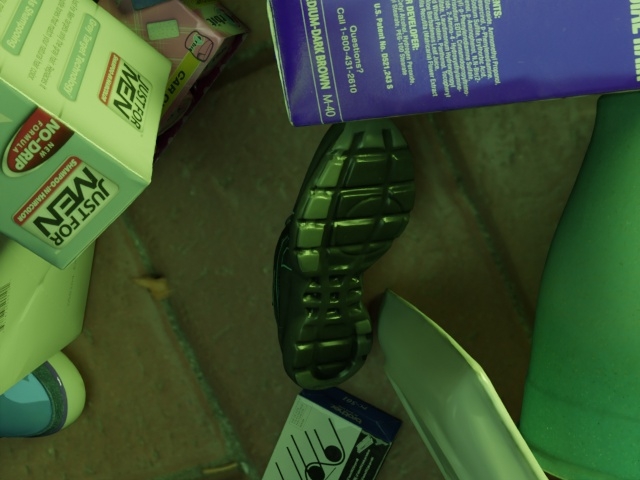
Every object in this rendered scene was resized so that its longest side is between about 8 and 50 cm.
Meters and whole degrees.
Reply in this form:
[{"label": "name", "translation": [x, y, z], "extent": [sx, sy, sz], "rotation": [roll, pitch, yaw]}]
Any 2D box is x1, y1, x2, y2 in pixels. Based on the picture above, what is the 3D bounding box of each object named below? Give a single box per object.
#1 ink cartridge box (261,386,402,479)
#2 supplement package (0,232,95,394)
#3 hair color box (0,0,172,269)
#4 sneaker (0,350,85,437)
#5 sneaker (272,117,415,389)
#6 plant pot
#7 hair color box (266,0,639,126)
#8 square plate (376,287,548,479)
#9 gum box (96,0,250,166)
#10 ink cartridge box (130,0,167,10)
[{"label": "ink cartridge box", "translation": [-0.007, 0.241, 0.998], "extent": [0.097, 0.046, 0.207], "rotation": [26, 115, 11]}, {"label": "supplement package", "translation": [-0.370, -0.002, 0.959], "extent": [0.262, 0.198, 0.199], "rotation": [20, 114, 13]}, {"label": "hair color box", "translation": [-0.289, -0.161, 0.731], "extent": [0.374, 0.185, 0.113], "rotation": [36, 118, -25]}, {"label": "sneaker", "translation": [-0.424, 0.158, 1.012], "extent": [0.322, 0.236, 0.130], "rotation": [16, 113, 14]}, {"label": "sneaker", "translation": [0.000, 0.000, 0.859], "extent": [0.101, 0.106, 0.267], "rotation": [-4, 129, -24]}, {"label": "plant pot", "translation": [0.275, 0.025, 0.718], "extent": [0.271, 0.271, 0.255], "rotation": [3, 95, 19]}, {"label": "hair color box", "translation": [0.155, -0.160, 0.725], "extent": [0.338, 0.185, 0.110], "rotation": [-5, 106, 22]}, {"label": "square plate", "translation": [0.144, 0.213, 0.781], "extent": [0.049, 0.344, 0.347], "rotation": [-30, 97, -3]}, {"label": "gum box", "translation": [-0.163, -0.143, 0.911], "extent": [0.107, 0.062, 0.188], "rotation": [42, 116, 2]}, {"label": "ink cartridge box", "translation": [-0.049, -0.343, 0.742], "extent": [0.307, 0.072, 0.304], "rotation": [-16, 113, 7]}]
